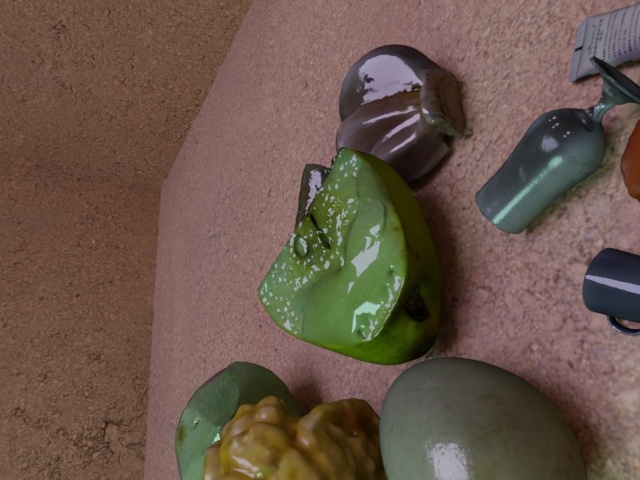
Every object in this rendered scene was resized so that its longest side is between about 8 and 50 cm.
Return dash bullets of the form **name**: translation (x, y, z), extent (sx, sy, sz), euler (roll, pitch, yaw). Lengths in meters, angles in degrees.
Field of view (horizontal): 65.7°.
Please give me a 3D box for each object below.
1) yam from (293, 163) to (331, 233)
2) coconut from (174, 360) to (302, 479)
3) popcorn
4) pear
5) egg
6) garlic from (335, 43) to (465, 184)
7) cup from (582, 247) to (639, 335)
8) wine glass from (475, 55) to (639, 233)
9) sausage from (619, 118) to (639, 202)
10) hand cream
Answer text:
- **yam**: translation (0.000, 0.000, 1.130), extent (0.133, 0.133, 0.331), euler (7, 88, 60)
- **coconut**: translation (-0.168, 0.421, 1.054), extent (0.328, 0.281, 0.329), euler (9, -90, -82)
- **popcorn**: translation (-0.019, 0.413, 0.779), extent (0.349, 0.381, 0.349), euler (167, 90, -80)
- **pear**: translation (0.090, 0.065, 0.858), extent (0.343, 0.238, 0.318), euler (-57, 47, 21)
- **egg**: translation (0.182, 0.255, 0.619), extent (0.295, 0.218, 0.219), euler (-138, 65, -70)
- **garlic**: translation (0.128, -0.241, 0.973), extent (0.325, 0.132, 0.279), euler (-17, 72, 49)
- **cup**: translation (0.352, 0.064, 0.555), extent (0.077, 0.078, 0.100), euler (22, 131, 56)
- **wine glass**: translation (0.311, -0.114, 0.658), extent (0.231, 0.103, 0.103), euler (-55, 36, 39)
- **sausage**: translation (0.412, -0.132, 0.469), extent (0.258, 0.133, 0.133), euler (-54, 36, 41)
- **hand cream**: translation (0.419, -0.260, 0.585), extent (0.276, 0.059, 0.096), euler (11, 89, 65)
